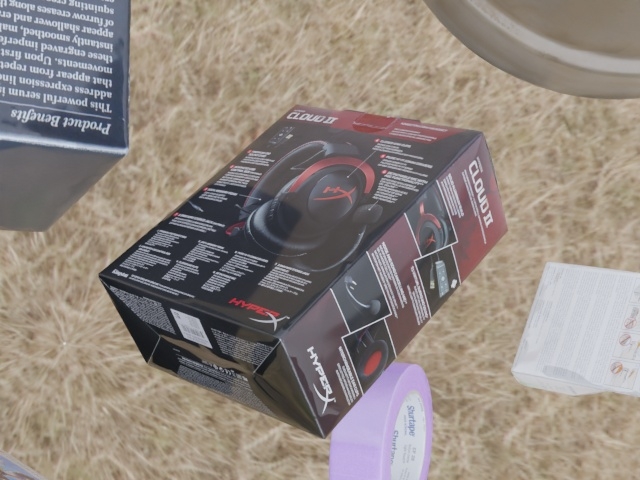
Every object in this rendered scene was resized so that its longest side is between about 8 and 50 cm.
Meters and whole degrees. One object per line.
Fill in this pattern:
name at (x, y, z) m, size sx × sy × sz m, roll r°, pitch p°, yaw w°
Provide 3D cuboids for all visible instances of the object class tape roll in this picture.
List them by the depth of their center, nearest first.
tape roll at (0.104, 0.337, 1.772) m, size 0.090 × 0.275 × 0.275 m, roll 4°, pitch 82°, yaw 22°

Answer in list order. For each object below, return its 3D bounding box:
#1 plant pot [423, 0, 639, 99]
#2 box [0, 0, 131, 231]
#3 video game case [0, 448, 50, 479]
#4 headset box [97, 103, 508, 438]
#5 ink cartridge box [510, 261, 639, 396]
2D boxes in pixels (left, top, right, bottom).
plant pot at (0.205, -0.270, 0.623) m, size 0.323 × 0.280 × 0.323 m, roll 0°, pitch 84°, yaw -2°
box at (-0.325, -0.237, 1.052) m, size 0.211 × 0.293 × 0.396 m, roll 6°, pitch 74°, yaw -27°
video game case at (-0.374, 0.219, 1.025) m, size 0.244 × 0.269 × 0.061 m, roll 22°, pitch 81°, yaw 27°
headset box at (0.000, 0.000, 0.903) m, size 0.293 × 0.218 × 0.110 m, roll -45°, pitch 131°, yaw -31°
ink cartridge box at (0.394, 0.129, 1.496) m, size 0.056 × 0.224 × 0.181 m, roll 43°, pitch 63°, yaw -47°
